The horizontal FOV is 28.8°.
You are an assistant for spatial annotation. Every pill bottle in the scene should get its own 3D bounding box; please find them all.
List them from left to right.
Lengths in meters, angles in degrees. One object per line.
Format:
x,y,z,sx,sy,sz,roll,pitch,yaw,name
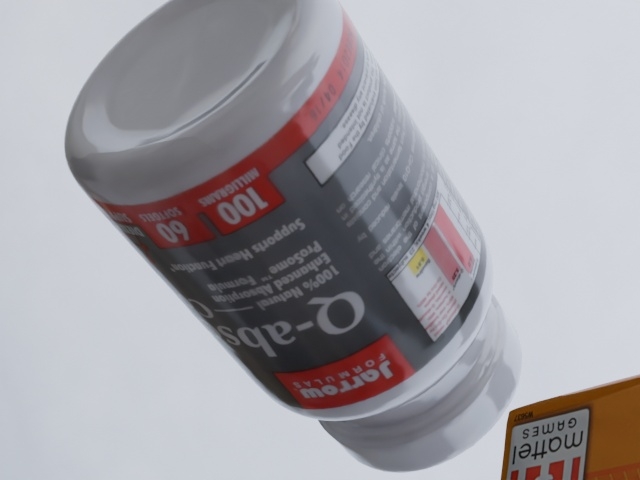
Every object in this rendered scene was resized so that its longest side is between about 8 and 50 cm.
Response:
0.000,0.000,0.905,0.210,0.210,0.363,31,-17,52,pill bottle

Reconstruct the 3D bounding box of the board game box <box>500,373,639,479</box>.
0.313,0.263,0.538,0.356,0.356,0.356,-26,-136,47,board game box
